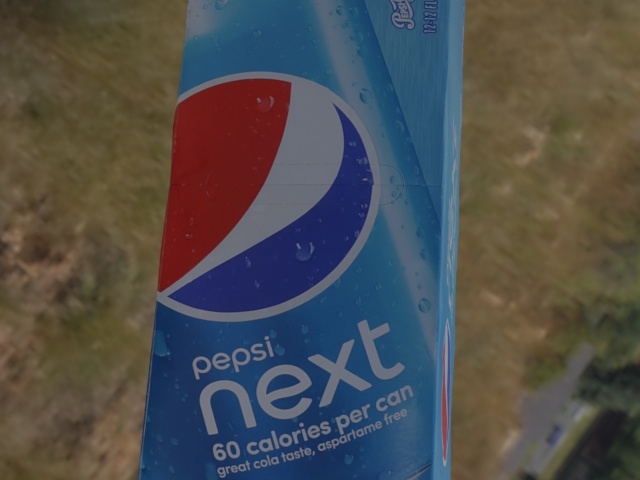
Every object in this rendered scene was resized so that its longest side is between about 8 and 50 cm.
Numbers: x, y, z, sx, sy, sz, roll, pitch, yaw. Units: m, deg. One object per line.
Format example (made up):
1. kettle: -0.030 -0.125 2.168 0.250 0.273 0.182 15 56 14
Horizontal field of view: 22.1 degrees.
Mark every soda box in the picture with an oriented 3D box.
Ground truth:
1. soda box: 0.000 0.000 0.408 0.071 0.067 0.210 73 19 -66
